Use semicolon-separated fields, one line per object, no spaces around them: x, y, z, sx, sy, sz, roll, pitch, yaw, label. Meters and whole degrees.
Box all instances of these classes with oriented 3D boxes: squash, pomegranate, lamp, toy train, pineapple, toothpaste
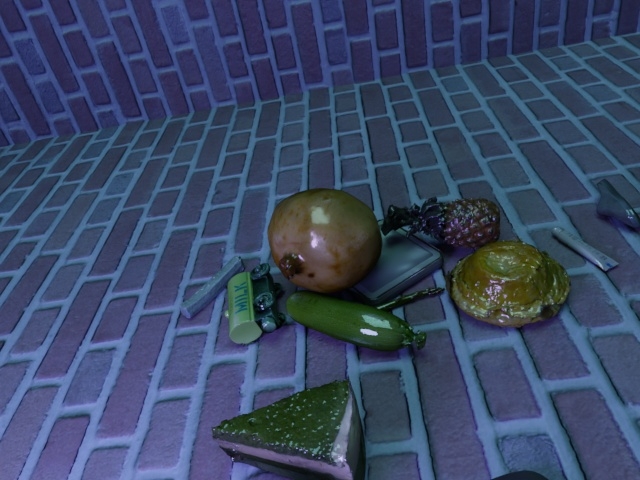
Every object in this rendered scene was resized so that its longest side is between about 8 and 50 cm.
0.070;0.194;1.281;0.378;0.101;0.101;13;42;29;squash
0.016;-0.004;1.358;0.307;0.307;0.307;-8;35;6;pomegranate
0.161;0.054;1.491;0.269;0.047;0.266;-29;38;-22;lamp
-0.179;0.165;1.405;0.157;0.105;0.253;-25;33;5;toy train
0.322;-0.047;1.470;0.309;0.141;0.170;1;-6;1;pineapple
0.680;0.019;1.397;0.048;0.031;0.190;-21;39;-17;toothpaste

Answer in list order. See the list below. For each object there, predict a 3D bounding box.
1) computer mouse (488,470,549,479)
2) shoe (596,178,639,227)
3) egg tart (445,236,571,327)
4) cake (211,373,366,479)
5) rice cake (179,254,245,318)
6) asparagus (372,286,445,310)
0.296;0.458;0.882;0.232;0.057;0.120;-17;35;-8;computer mouse
0.809;-0.091;1.489;0.078;0.079;0.195;-38;35;27;shoe
0.452;0.084;1.302;0.294;0.116;0.295;-8;38;6;egg tart
-0.050;0.395;0.990;0.283;0.158;0.172;-16;37;-3;cake
-0.302;0.129;1.529;0.042;0.045;0.245;11;42;34;rice cake
0.198;0.157;1.356;0.248;0.025;0.024;-18;18;-8;asparagus
